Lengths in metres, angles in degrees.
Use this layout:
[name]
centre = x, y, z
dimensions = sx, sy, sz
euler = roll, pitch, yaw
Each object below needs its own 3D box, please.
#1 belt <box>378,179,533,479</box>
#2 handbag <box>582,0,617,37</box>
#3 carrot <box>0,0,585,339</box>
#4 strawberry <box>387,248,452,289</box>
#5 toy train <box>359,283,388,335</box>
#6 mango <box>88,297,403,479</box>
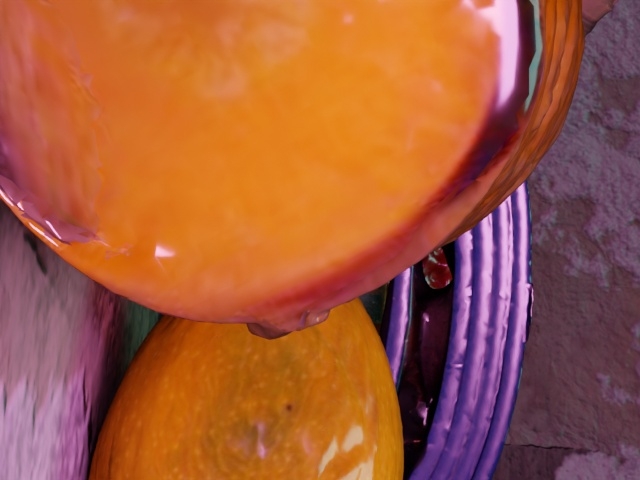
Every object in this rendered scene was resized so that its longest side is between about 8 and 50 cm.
[belt]
centre = 0.029, 0.044, 1.224
dimensions = 0.117, 0.212, 0.347
euler = -27, 123, -83
[handbag]
centre = 0.050, -0.264, 1.171
dimensions = 0.283, 0.149, 0.302
euler = 31, 25, -42
[carrot]
centre = -0.004, -0.089, 0.731
dimensions = 0.340, 0.224, 0.224
euler = -63, 155, -80
[strawberry]
centre = 0.039, -0.023, 1.569
dimensions = 0.205, 0.205, 0.244
euler = -82, 151, -51
[toy train]
centre = 0.000, 0.000, 1.394
dimensions = 0.074, 0.118, 0.176
euler = 90, 7, -56
[mango]
centre = -0.043, 0.175, 0.875
dimensions = 0.187, 0.144, 0.359
euler = 47, 50, -66
